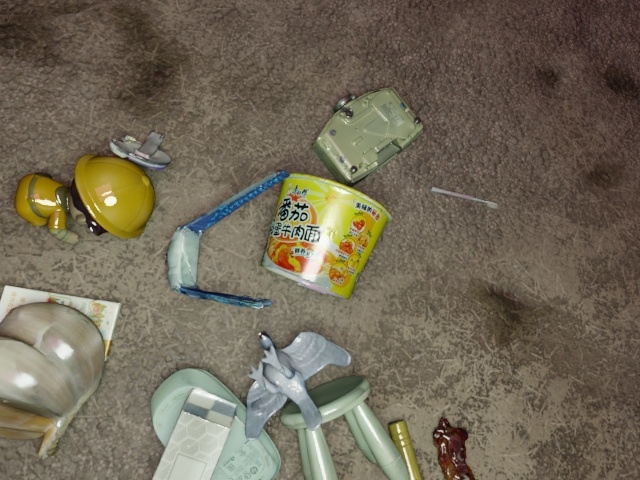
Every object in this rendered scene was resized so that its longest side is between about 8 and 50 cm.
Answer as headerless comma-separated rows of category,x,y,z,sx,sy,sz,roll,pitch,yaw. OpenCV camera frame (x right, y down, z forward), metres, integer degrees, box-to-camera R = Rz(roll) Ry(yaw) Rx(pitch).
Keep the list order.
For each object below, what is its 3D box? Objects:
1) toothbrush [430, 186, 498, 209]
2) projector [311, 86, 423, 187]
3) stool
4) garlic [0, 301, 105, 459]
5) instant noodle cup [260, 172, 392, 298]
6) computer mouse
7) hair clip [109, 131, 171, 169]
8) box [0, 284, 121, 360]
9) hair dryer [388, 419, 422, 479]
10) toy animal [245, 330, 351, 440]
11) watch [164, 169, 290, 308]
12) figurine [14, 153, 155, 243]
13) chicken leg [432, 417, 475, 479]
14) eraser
toothbrush,0.386,-0.114,1.152,0.194,0.014,0.017,15,74,-8
projector,0.116,-0.280,1.099,0.269,0.088,0.194,-37,89,-17
stool,0.040,0.400,0.859,0.195,0.195,0.199,-19,82,-16
garlic,-0.540,0.243,0.802,0.292,0.237,0.210,49,28,-10
instant noodle cup,0.000,0.000,0.929,0.264,0.264,0.200,22,80,-6
computer mouse,-0.211,0.384,0.861,0.159,0.097,0.288,-43,94,-3
hair clip,-0.381,-0.199,0.939,0.116,0.172,0.049,20,111,-16
box,-0.537,0.170,0.880,0.220,0.032,0.122,11,77,-10
hair dryer,0.197,0.530,0.912,0.090,0.135,0.279,-6,61,-13
toy animal,-0.063,0.258,0.844,0.239,0.176,0.255,-42,60,2
watch,-0.200,-0.009,0.889,0.274,0.068,0.277,1,78,35
figurine,-0.475,-0.088,0.884,0.256,0.167,0.193,-5,65,-13
chicken leg,0.314,0.504,0.966,0.089,0.048,0.219,-19,81,-12
eraser,-0.272,0.478,0.767,0.098,0.096,0.404,23,90,-5
